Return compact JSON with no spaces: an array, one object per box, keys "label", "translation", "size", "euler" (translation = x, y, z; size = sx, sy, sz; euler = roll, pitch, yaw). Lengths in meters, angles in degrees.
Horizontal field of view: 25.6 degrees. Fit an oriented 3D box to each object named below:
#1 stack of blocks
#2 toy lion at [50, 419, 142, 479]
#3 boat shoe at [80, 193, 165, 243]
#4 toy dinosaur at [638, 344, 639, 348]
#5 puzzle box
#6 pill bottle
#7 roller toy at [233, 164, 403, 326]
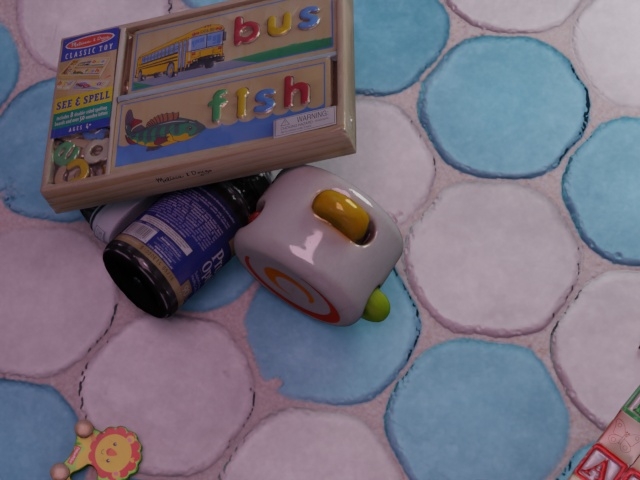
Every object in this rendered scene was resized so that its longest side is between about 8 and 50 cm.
[{"label":"stack of blocks","translation":[0.324,0.281,1.570],"size":[0.087,0.297,0.171],"euler":[37,77,15]},{"label":"toy lion","translation":[-0.277,0.277,1.774],"size":[0.096,0.034,0.100],"euler":[26,73,7]},{"label":"boat shoe","translation":[-0.195,-0.141,1.880],"size":[0.335,0.121,0.119],"euler":[-41,75,-9]},{"label":"toy dinosaur","translation":[0.430,0.082,1.780],"size":[0.090,0.047,0.082],"euler":[-20,49,8]},{"label":"puzzle box","translation":[-0.154,-0.191,1.809],"size":[0.409,0.052,0.272],"euler":[-11,52,14]},{"label":"pill bottle","translation":[-0.165,-0.012,1.817],"size":[0.123,0.123,0.219],"euler":[37,64,17]},{"label":"roller toy","translation":[0.000,0.000,1.766],"size":[0.191,0.209,0.146],"euler":[21,69,38]}]
